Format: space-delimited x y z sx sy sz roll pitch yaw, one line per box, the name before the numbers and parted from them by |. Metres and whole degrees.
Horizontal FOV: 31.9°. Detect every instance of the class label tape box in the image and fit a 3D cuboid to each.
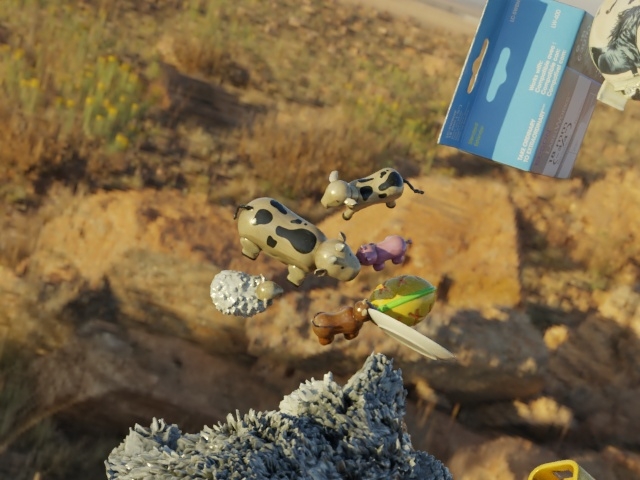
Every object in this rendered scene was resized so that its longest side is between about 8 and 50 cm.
label tape box | 0.312 -0.221 1.627 0.106 0.240 0.334 22 10 25

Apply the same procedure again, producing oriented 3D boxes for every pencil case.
pencil case | 0.496 -0.275 1.348 0.160 0.183 0.410 17 -10 -18

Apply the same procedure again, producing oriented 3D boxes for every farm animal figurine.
farm animal figurine | 0.000 0.000 1.947 0.327 0.330 0.172 15 -20 -1

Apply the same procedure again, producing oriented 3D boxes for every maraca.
maraca | 0.132 0.124 2.111 0.186 0.099 0.127 -22 -10 6

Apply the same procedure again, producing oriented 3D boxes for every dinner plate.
dinner plate | 0.124 0.135 1.542 0.141 0.017 0.141 28 -8 4

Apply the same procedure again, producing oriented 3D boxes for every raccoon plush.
raccoon plush | -0.004 0.243 0.952 0.299 0.216 0.446 -22 11 -8

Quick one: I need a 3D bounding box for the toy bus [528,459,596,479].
toy bus | 0.389 0.403 1.639 0.191 0.202 0.104 13 53 7
